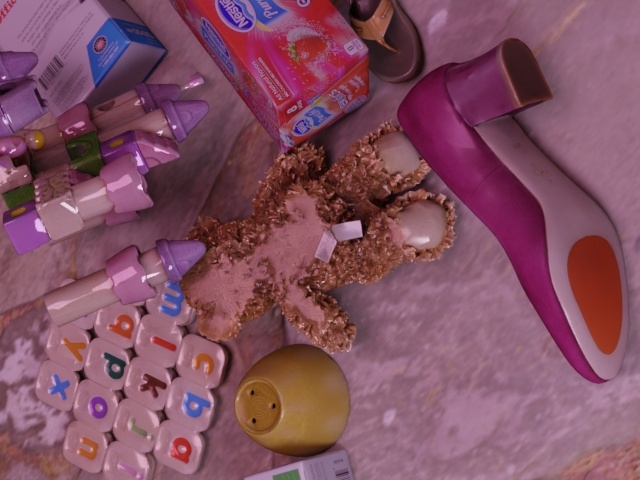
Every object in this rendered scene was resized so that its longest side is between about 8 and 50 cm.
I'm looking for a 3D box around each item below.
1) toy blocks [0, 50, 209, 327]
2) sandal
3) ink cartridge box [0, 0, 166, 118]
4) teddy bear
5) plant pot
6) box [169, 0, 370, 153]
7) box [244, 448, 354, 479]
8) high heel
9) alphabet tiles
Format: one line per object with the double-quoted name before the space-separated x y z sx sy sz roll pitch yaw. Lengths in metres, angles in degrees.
"toy blocks" -0.248 -0.113 1.761 0.260 0.288 0.309 -23 118 -1
"sandal" 0.061 -0.262 1.741 0.072 0.049 0.180 -21 78 28
"ink cartridge box" -0.316 -0.260 1.949 0.148 0.086 0.203 -49 66 21
"teddy bear" 0.000 0.000 1.756 0.338 0.113 0.245 -44 75 15
"plant pot" -0.047 0.189 1.774 0.134 0.095 0.134 -1 88 32
"box" -0.064 -0.247 1.749 0.128 0.123 0.257 -32 69 -10
"box" -0.016 0.302 1.750 0.087 0.102 0.101 -21 80 31
"high heel" 0.204 -0.016 1.635 0.181 0.127 0.377 -27 74 47
"alphabet tiles" -0.241 0.168 1.936 0.278 0.021 0.284 20 100 30
